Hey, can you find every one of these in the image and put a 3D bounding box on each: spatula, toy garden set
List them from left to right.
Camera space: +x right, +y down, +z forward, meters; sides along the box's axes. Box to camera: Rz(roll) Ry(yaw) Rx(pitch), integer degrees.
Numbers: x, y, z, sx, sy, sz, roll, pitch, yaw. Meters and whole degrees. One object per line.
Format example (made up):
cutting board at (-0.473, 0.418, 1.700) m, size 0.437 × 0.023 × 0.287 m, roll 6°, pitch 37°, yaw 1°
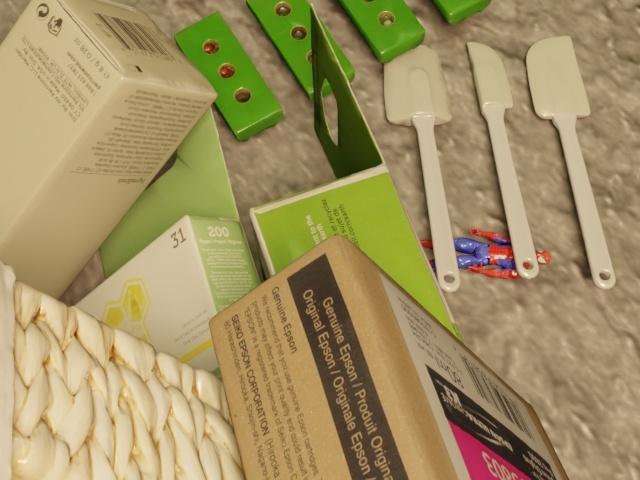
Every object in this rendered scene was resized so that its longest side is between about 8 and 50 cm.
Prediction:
toy garden set at (-0.012, -0.216, 0.858) m, size 0.244 × 0.049 × 0.204 m, roll -30°, pitch 71°, yaw -8°
spatula at (0.142, -0.066, 0.805) m, size 0.168 × 0.019 × 0.242 m, roll -1°, pitch 62°, yaw -7°

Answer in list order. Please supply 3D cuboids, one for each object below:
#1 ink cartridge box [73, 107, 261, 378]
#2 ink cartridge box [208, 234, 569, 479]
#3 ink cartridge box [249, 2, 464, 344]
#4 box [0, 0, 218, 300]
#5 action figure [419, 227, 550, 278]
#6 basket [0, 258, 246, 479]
ink cartridge box at (-0.121, 0.022, 0.708) m, size 0.056 × 0.171 × 0.235 m, roll 2°, pitch 62°, yaw -46°
ink cartridge box at (0.062, 0.135, 0.492) m, size 0.088 × 0.235 × 0.193 m, roll -35°, pitch 46°, yaw 14°
ink cartridge box at (0.000, 0.000, 0.699) m, size 0.097 × 0.189 × 0.255 m, roll -20°, pitch 69°, yaw -6°
box at (-0.201, -0.032, 0.683) m, size 0.275 × 0.113 × 0.094 m, roll -48°, pitch 72°, yaw 18°
action figure at (0.122, 0.011, 0.781) m, size 0.115 × 0.030 × 0.038 m, roll 4°, pitch 64°, yaw -1°
basket at (-0.148, 0.250, 0.454) m, size 0.331 × 0.266 × 0.328 m, roll -43°, pitch 39°, yaw 22°
